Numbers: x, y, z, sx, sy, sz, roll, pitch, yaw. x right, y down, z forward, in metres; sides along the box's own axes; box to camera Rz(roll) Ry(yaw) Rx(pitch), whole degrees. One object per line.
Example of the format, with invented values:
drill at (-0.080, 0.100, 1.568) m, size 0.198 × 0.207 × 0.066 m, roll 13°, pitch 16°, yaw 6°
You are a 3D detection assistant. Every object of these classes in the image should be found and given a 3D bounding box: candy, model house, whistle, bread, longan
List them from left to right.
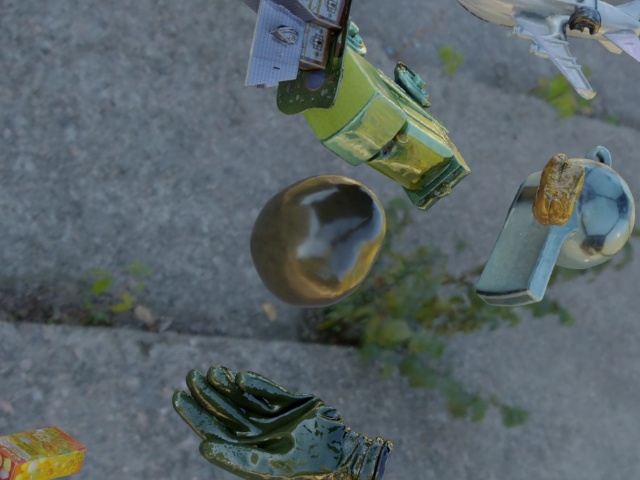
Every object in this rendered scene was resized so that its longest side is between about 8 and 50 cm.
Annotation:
candy at (-0.346, 0.259, 1.435) m, size 0.062 × 0.038 × 0.122 m, roll 27°, pitch 14°, yaw 29°
model house at (-0.035, -0.221, 1.233) m, size 0.088 × 0.117 × 0.167 m, roll 14°, pitch 86°, yaw -36°
longan at (0.000, 0.000, 2.068) m, size 0.248 × 0.248 × 0.248 m, roll 25°, pitch 51°, yaw -36°
bread at (0.269, -0.055, 1.346) m, size 0.081 × 0.046 × 0.083 m, roll -24°, pitch 129°, yaw -67°
whistle at (0.332, -0.009, 1.602) m, size 0.163 × 0.163 × 0.290 m, roll 39°, pitch 64°, yaw -25°

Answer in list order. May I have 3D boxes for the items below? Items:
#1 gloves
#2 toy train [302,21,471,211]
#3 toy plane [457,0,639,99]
gloves at (-0.045, 0.227, 1.387) m, size 0.268 × 0.107 × 0.135 m, roll 25°, pitch 51°, yaw -2°
toy train at (0.087, -0.204, 1.930) m, size 0.397 × 0.160 × 0.253 m, roll 29°, pitch 24°, yaw -50°
toy plane at (0.198, -0.196, 1.017) m, size 0.171 × 0.065 × 0.162 m, roll 16°, pitch 54°, yaw -11°
